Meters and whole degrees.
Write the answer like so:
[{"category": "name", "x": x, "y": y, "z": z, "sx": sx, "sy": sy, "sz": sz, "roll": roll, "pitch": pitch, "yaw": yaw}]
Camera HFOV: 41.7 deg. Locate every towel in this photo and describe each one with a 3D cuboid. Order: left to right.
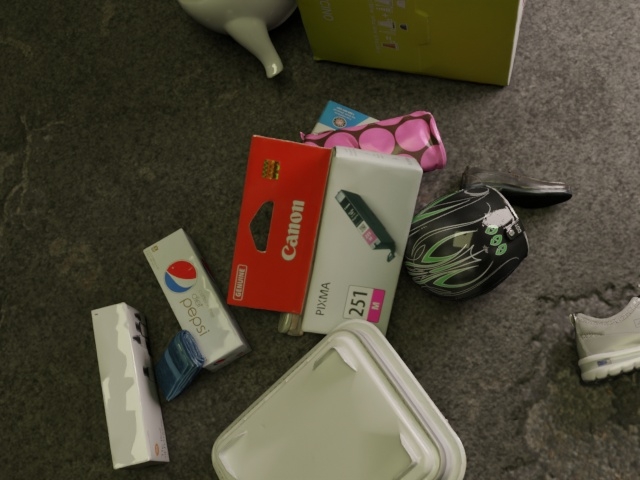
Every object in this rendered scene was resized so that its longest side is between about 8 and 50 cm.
[{"category": "towel", "x": -0.217, "y": 0.189, "z": 1.272, "sx": 0.029, "sy": 0.119, "sz": 0.067, "roll": -14, "pitch": 63, "yaw": -39}]

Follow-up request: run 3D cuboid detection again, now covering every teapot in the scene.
[{"category": "teapot", "x": -0.108, "y": -0.444, "z": 1.399, "sx": 0.256, "sy": 0.187, "sz": 0.252, "roll": -55, "pitch": 45, "yaw": 9}]

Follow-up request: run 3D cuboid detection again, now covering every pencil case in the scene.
[{"category": "pencil case", "x": 0.075, "y": -0.131, "z": 1.238, "sx": 0.209, "sy": 0.095, "sz": 0.098, "roll": -11, "pitch": 75, "yaw": 0}]

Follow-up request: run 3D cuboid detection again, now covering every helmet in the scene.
[{"category": "helmet", "x": 0.201, "y": 0.009, "z": 1.222, "sx": 0.161, "sy": 0.169, "sz": 0.169, "roll": -28, "pitch": 72, "yaw": -5}]

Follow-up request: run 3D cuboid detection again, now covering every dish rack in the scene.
[{"category": "dish rack", "x": 0.002, "y": 0.299, "z": 1.159, "sx": 0.333, "sy": 0.072, "sz": 0.286, "roll": -44, "pitch": 61, "yaw": 14}]

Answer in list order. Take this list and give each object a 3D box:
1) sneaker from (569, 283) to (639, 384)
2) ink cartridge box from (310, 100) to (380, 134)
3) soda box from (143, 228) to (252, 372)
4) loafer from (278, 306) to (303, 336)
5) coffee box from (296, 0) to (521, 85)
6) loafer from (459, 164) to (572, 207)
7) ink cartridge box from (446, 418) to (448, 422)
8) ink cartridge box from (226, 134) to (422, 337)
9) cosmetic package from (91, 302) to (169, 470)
[{"category": "sneaker", "x": 0.487, "y": 0.106, "z": 1.177, "sx": 0.281, "sy": 0.105, "sz": 0.115, "roll": -19, "pitch": 72, "yaw": 4}, {"category": "ink cartridge box", "x": 0.036, "y": -0.102, "z": 1.324, "sx": 0.139, "sy": 0.082, "sz": 0.191, "roll": 25, "pitch": 81, "yaw": 14}, {"category": "soda box", "x": -0.192, "y": 0.093, "z": 1.315, "sx": 0.073, "sy": 0.069, "sz": 0.216, "roll": -30, "pitch": 72, "yaw": 0}, {"category": "loafer", "x": -0.032, "y": 0.087, "z": 1.308, "sx": 0.039, "sy": 0.045, "sz": 0.125, "roll": 19, "pitch": 79, "yaw": -20}, {"category": "coffee box", "x": 0.157, "y": -0.470, "z": 1.273, "sx": 0.338, "sy": 0.338, "sz": 0.335, "roll": 11, "pitch": 76, "yaw": 12}, {"category": "loafer", "x": 0.298, "y": -0.087, "z": 1.289, "sx": 0.169, "sy": 0.062, "sz": 0.061, "roll": 4, "pitch": 70, "yaw": 9}, {"category": "ink cartridge box", "x": 0.162, "y": 0.345, "z": 1.164, "sx": 0.061, "sy": 0.104, "sz": 0.182, "roll": -8, "pitch": 72, "yaw": 8}, {"category": "ink cartridge box", "x": 0.000, "y": 0.000, "z": 1.207, "sx": 0.238, "sy": 0.060, "sz": 0.275, "roll": 8, "pitch": 111, "yaw": -7}, {"category": "cosmetic package", "x": -0.288, "y": 0.222, "z": 1.279, "sx": 0.060, "sy": 0.099, "sz": 0.239, "roll": -15, "pitch": 73, "yaw": 6}]
